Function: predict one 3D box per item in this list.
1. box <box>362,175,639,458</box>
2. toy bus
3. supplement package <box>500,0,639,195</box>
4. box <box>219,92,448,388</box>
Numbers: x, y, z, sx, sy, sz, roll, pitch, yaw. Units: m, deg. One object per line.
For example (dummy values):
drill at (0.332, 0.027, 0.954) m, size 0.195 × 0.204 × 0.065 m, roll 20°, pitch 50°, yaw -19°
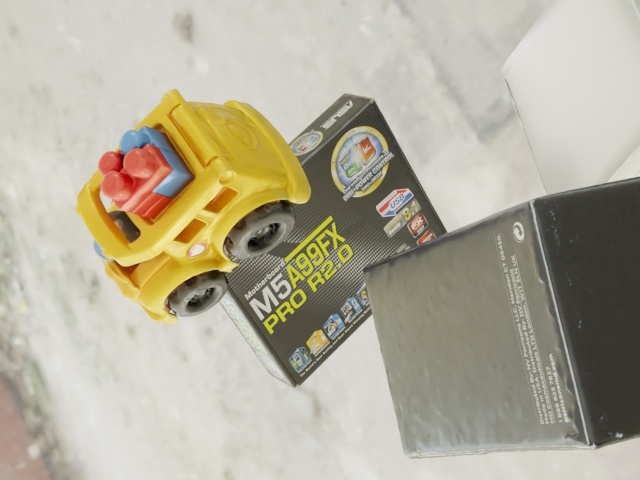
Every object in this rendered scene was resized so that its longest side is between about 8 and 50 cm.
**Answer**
box at (0.232, 0.053, 1.071) m, size 0.294 × 0.296 × 0.182 m, roll 153°, pitch 106°, yaw -66°
toy bus at (-0.153, -0.033, 1.291) m, size 0.220 × 0.211 × 0.149 m, roll -44°, pitch 66°, yaw 19°
supplement package at (0.328, -0.148, 1.428) m, size 0.204 × 0.145 × 0.261 m, roll -55°, pitch 34°, yaw 39°
box at (0.000, 0.000, 1.540) m, size 0.060 × 0.270 × 0.216 m, roll 21°, pitch 148°, yaw 52°
